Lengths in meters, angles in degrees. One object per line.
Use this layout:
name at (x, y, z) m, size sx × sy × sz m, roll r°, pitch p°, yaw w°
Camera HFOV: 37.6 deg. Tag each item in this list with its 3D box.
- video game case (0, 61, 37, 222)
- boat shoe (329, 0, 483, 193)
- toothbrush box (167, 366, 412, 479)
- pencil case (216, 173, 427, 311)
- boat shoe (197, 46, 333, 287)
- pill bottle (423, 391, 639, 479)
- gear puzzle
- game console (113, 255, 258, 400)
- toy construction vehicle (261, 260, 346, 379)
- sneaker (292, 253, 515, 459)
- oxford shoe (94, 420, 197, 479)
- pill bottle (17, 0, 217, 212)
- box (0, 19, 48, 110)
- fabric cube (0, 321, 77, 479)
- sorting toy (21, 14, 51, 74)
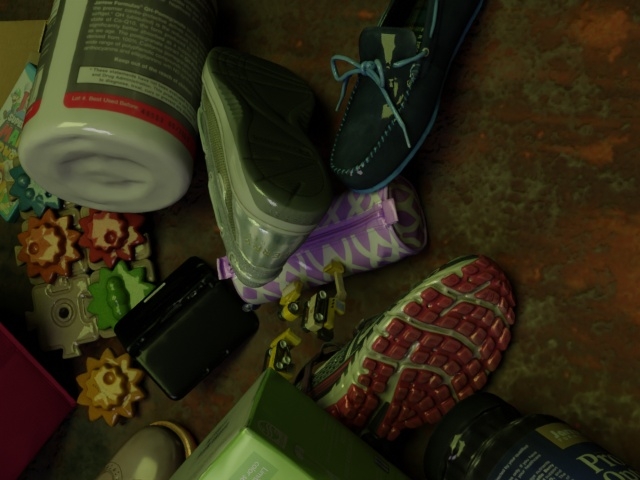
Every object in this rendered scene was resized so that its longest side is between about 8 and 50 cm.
video game case at (-0.368, -0.121, 1.157) m, size 0.119 × 0.015 × 0.166 m, roll 42°, pitch 103°, yaw 32°
boat shoe at (0.063, -0.170, 0.866) m, size 0.109 × 0.089 × 0.258 m, roll 4°, pitch 65°, yaw 41°
toothbrush box at (-0.004, 0.277, 0.747) m, size 0.283 × 0.122 × 0.206 m, roll 39°, pitch 105°, yaw -4°
pencil case at (0.000, 0.000, 0.906) m, size 0.206 × 0.088 × 0.086 m, roll -20°, pitch 72°, yaw 27°
boat shoe at (-0.065, -0.089, 0.907) m, size 0.103 × 0.118 × 0.320 m, roll -61°, pitch 28°, yaw 29°
pill bottle at (0.183, 0.209, 0.712) m, size 0.219 × 0.123 × 0.123 m, roll 34°, pitch 99°, yaw 46°
gear puzzle at (-0.271, 0.044, 1.064) m, size 0.175 × 0.044 × 0.339 m, roll -13°, pitch 81°, yaw 15°
game console at (-0.145, 0.091, 1.002) m, size 0.122 × 0.071 × 0.107 m, roll -42°, pitch 28°, yaw -8°
toy construction vehicle at (-0.012, 0.074, 0.855) m, size 0.086 × 0.035 × 0.098 m, roll -41°, pitch 29°, yaw 41°
sneaker at (0.044, 0.119, 0.842) m, size 0.299 × 0.121 × 0.112 m, roll -44°, pitch 29°, yaw 9°
oxford shoe at (-0.244, 0.339, 0.934) m, size 0.130 × 0.133 × 0.363 m, roll 19°, pitch 73°, yaw 31°
pill bottle at (-0.205, -0.205, 1.011) m, size 0.176 × 0.176 × 0.318 m, roll -11°, pitch 60°, yaw 31°
box at (-0.451, -0.220, 1.284) m, size 0.201 × 0.021 × 0.164 m, roll 8°, pitch 84°, yaw 34°
fabric cube at (-0.483, 0.177, 1.025) m, size 0.254 × 0.259 × 0.258 m, roll 16°, pitch 59°, yaw 35°
sorting toy at (-0.325, -0.166, 1.176) m, size 0.132 × 0.046 × 0.274 m, roll 19°, pitch 91°, yaw 34°
